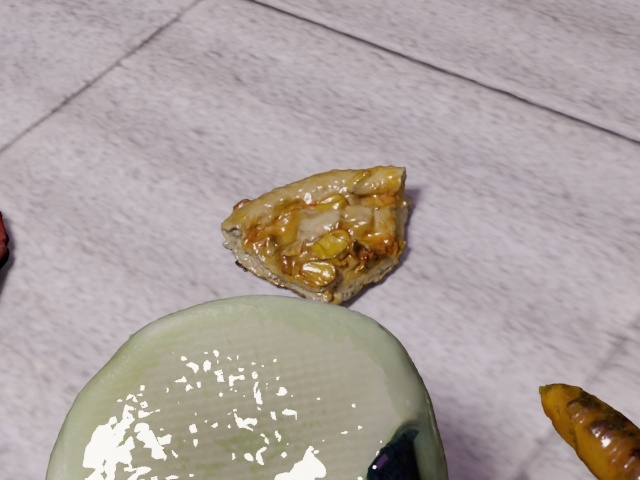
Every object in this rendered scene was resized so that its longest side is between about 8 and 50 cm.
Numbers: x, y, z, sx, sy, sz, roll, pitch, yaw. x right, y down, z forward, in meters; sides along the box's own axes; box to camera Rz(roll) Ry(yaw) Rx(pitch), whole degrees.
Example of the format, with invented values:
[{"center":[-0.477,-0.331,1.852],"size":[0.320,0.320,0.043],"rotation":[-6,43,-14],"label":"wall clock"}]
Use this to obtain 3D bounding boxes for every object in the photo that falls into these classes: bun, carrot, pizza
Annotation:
[{"center":[-0.046,0.183,0.869],"size":[0.283,0.179,0.283],"rotation":[-2,65,5],"label":"bun"},{"center":[0.262,0.196,0.877],"size":[0.066,0.066,0.314],"rotation":[-28,47,-19],"label":"carrot"},{"center":[0.000,0.000,1.117],"size":[0.182,0.062,0.161],"rotation":[-6,50,0],"label":"pizza"}]

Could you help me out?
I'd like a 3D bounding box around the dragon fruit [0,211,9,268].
[{"center":[-0.453,0.061,1.103],"size":[0.343,0.100,0.282],"rotation":[-15,49,-5],"label":"dragon fruit"}]
